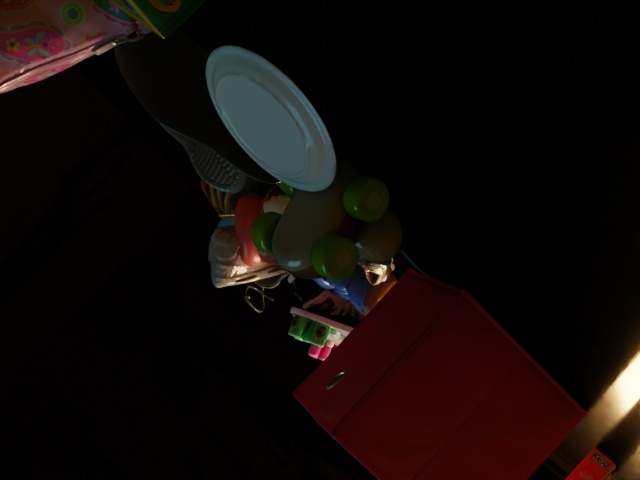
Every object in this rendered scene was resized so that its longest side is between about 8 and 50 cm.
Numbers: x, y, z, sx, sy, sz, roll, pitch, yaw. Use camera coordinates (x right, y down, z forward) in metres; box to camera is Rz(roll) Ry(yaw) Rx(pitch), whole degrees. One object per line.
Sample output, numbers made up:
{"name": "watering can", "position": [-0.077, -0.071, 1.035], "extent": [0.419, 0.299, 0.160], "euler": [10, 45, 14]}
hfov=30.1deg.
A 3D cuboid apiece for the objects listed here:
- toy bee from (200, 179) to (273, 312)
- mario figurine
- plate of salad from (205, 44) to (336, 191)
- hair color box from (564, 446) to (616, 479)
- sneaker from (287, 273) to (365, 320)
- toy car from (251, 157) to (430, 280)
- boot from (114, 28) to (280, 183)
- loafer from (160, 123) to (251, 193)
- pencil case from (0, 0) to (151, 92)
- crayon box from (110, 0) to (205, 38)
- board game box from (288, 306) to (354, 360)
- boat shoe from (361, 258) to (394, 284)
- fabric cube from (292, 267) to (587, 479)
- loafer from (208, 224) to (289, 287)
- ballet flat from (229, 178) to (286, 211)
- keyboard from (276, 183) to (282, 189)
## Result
{"name": "toy bee", "position": [-0.122, -0.031, 2.486], "extent": [0.298, 0.162, 0.195], "euler": [57, -155, -10]}
{"name": "mario figurine", "position": [0.000, 0.000, 2.006], "extent": [0.321, 0.170, 0.198], "euler": [32, 138, 16]}
{"name": "plate of salad", "position": [-0.051, -0.141, 1.346], "extent": [0.200, 0.048, 0.199], "euler": [37, 153, 22]}
{"name": "hair color box", "position": [0.387, 0.385, 1.808], "extent": [0.043, 0.141, 0.072], "euler": [41, 174, 25]}
{"name": "sneaker", "position": [0.039, 0.112, 2.131], "extent": [0.235, 0.094, 0.153], "euler": [46, -140, 3]}
{"name": "toy car", "position": [0.043, 0.001, 1.441], "extent": [0.188, 0.148, 0.155], "euler": [33, 172, -38]}
{"name": "boot", "position": [-0.149, -0.180, 1.599], "extent": [0.305, 0.112, 0.115], "euler": [41, -175, 6]}
{"name": "loafer", "position": [-0.186, -0.174, 2.074], "extent": [0.087, 0.094, 0.251], "euler": [10, -146, -51]}
{"name": "pencil case", "position": [-0.360, -0.261, 1.514], "extent": [0.124, 0.284, 0.124], "euler": [157, 90, -86]}
{"name": "crayon box", "position": [-0.232, -0.327, 1.105], "extent": [0.165, 0.081, 0.278], "euler": [39, 174, 42]}
{"name": "board game box", "position": [0.141, 0.235, 2.185], "extent": [0.390, 0.050, 0.390], "euler": [19, 171, 9]}
{"name": "boat shoe", "position": [0.084, 0.033, 1.836], "extent": [0.049, 0.043, 0.137], "euler": [44, 174, 19]}
{"name": "fabric cube", "position": [0.155, 0.226, 1.657], "extent": [0.259, 0.258, 0.254], "euler": [44, 176, -13]}
{"name": "loafer", "position": [-0.095, 0.031, 2.211], "extent": [0.112, 0.111, 0.319], "euler": [20, -167, 36]}
{"name": "ballet flat", "position": [-0.111, -0.072, 2.315], "extent": [0.058, 0.084, 0.250], "euler": [43, 170, -24]}
{"name": "keyboard", "position": [-0.043, -0.073, 2.133], "extent": [0.256, 0.014, 0.072], "euler": [44, 180, -9]}
